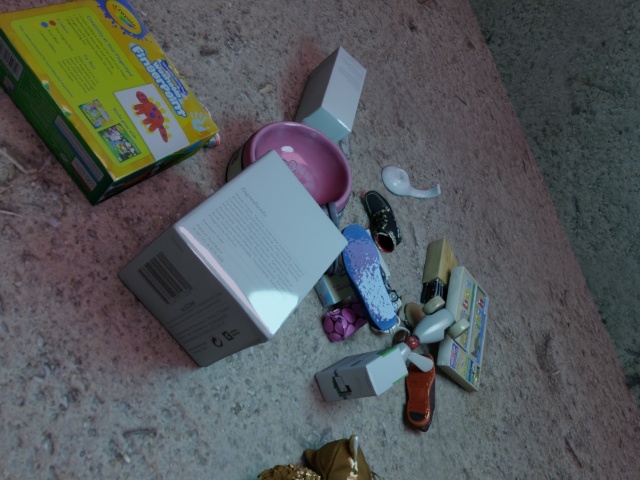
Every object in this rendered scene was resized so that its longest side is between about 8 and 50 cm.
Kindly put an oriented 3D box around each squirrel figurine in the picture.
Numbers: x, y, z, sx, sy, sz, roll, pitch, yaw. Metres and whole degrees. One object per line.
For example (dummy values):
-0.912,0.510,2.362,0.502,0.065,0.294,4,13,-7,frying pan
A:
0.017,0.660,1.249,0.396,0.281,0.371,30,45,-31,squirrel figurine

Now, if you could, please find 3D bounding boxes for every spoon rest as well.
0.375,-0.236,2.185,0.276,0.084,0.138,15,57,-22,spoon rest

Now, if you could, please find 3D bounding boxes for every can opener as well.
0.176,0.120,1.734,0.075,0.095,0.284,-28,82,-9,can opener

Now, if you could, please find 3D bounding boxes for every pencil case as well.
0.103,0.242,1.668,0.209,0.095,0.098,-22,70,-49,pencil case

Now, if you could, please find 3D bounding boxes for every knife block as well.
0.461,0.140,2.047,0.242,0.088,0.276,-9,77,-46,knife block

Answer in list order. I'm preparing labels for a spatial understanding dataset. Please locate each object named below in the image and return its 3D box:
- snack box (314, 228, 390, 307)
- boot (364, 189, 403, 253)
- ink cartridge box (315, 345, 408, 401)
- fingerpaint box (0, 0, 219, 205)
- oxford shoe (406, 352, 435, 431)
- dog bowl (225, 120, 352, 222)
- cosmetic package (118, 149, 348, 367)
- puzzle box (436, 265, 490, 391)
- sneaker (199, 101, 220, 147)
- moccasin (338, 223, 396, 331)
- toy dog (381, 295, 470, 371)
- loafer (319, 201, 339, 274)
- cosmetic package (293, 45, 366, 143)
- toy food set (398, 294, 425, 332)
0.094,0.088,1.756,0.321,0.060,0.187,-19,82,-46,snack box
0.227,-0.070,1.905,0.237,0.085,0.178,61,22,-6,boot
0.118,0.393,1.509,0.160,0.219,0.093,-17,84,-45,ink cartridge box
-0.547,-0.372,1.327,0.445,0.163,0.371,54,45,-7,fingerpaint box
0.350,0.520,1.768,0.098,0.096,0.272,60,35,-40,oxford shoe
-0.080,-0.197,1.604,0.407,0.150,0.409,13,56,-20,dog bowl
-0.209,0.044,1.304,0.327,0.329,0.394,51,45,-9,cosmetic package
0.558,0.338,1.979,0.272,0.052,0.409,41,54,-38,puzzle box
-0.366,-0.353,1.562,0.064,0.061,0.158,-31,91,-40,sneaker
0.126,0.123,1.615,0.137,0.117,0.343,-13,82,-16,moccasin
0.348,0.337,1.786,0.333,0.161,0.220,-15,59,-7,toy dog
0.000,0.000,1.515,0.095,0.303,0.109,-8,53,-7,loafer
0.031,-0.522,1.916,0.155,0.196,0.366,34,51,-27,cosmetic package
0.356,0.294,1.916,0.192,0.038,0.133,34,42,-18,toy food set
